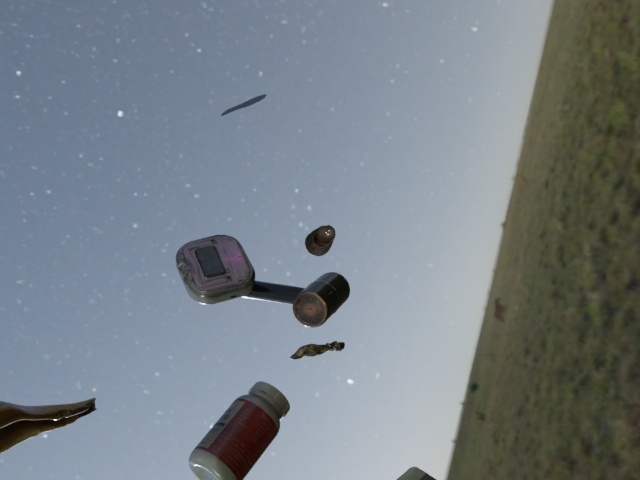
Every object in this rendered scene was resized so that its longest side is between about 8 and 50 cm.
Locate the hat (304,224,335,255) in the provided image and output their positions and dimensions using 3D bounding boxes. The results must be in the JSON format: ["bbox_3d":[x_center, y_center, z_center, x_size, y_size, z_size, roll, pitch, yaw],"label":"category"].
[{"bbox_3d":[-0.002,0.003,1.654,0.087,0.058,0.042,-56,-4,-27],"label":"hat"}]

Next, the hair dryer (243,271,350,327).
[{"bbox_3d":[-0.106,0.139,2.058,0.189,0.352,0.107,-34,-51,-62],"label":"hair dryer"}]

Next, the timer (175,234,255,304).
[{"bbox_3d":[-0.284,0.074,2.005,0.191,0.208,0.069,-15,-37,-23],"label":"timer"}]

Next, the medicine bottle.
[{"bbox_3d":[-0.183,0.451,1.706,0.250,0.131,0.131,-49,-28,-37],"label":"medicine bottle"}]

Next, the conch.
[{"bbox_3d":[-0.425,0.240,0.924,0.330,0.093,0.109,-18,-50,-55],"label":"conch"}]

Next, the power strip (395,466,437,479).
[{"bbox_3d":[0.109,0.468,1.214,0.257,0.070,0.105,-14,-53,-53],"label":"power strip"}]

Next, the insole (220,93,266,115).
[{"bbox_3d":[-0.175,-0.307,1.677,0.002,0.135,0.045,58,-142,-25],"label":"insole"}]

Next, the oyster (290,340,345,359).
[{"bbox_3d":[-0.005,0.273,1.839,0.086,0.132,0.029,22,-127,-61],"label":"oyster"}]
